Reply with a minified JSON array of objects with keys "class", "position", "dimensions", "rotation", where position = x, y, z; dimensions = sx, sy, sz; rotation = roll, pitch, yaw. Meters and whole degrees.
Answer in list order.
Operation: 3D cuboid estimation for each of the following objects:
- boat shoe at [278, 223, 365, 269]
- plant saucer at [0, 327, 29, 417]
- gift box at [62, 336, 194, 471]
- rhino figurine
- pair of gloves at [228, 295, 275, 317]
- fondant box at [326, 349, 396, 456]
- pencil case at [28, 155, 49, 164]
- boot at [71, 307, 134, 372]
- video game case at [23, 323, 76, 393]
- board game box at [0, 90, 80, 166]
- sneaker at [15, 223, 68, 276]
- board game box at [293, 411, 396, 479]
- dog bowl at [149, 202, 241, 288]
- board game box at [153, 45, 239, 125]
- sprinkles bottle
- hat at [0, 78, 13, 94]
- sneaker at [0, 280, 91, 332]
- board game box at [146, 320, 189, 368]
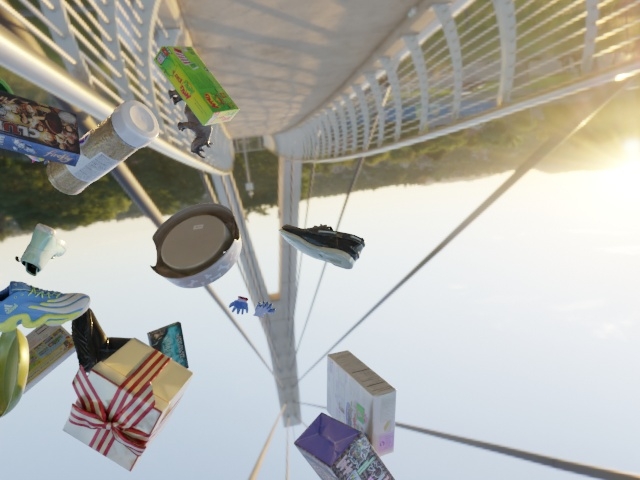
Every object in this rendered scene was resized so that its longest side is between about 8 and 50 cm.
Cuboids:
[{"class":"boat shoe","position":[0.000,0.000,1.253],"dimensions":[0.233,0.079,0.084],"rotation":[17,156,36]},{"class":"plant saucer","position":[-0.818,0.343,1.387],"dimensions":[0.037,0.241,0.241],"rotation":[13,170,-43]},{"class":"gift box","position":[-0.539,0.437,1.473],"dimensions":[0.255,0.276,0.258],"rotation":[26,-163,3]},{"class":"rhino figurine","position":[-0.415,-0.385,1.733],"dimensions":[0.106,0.243,0.073],"rotation":[-12,-156,-1]},{"class":"pair of gloves","position":[-0.301,0.298,2.316],"dimensions":[0.198,0.023,0.159],"rotation":[15,146,-13]},{"class":"fondant box","position":[0.134,0.564,1.846],"dimensions":[0.096,0.238,0.330],"rotation":[-6,-164,-24]},{"class":"pencil case","position":[-0.874,-0.320,1.523],"dimensions":[0.104,0.104,0.236],"rotation":[-6,153,11]},{"class":"boot","position":[-0.740,0.346,1.824],"dimensions":[0.094,0.246,0.207],"rotation":[-33,154,23]},{"class":"video game case","position":[-0.967,0.387,1.803],"dimensions":[0.206,0.026,0.227],"rotation":[26,-124,33]},{"class":"board game box","position":[-0.704,-0.274,1.244],"dimensions":[0.243,0.165,0.042],"rotation":[13,131,-41]},{"class":"sneaker","position":[-0.919,0.048,1.728],"dimensions":[0.094,0.151,0.256],"rotation":[23,160,-9]},{"class":"board game box","position":[0.090,0.723,1.667],"dimensions":[0.141,0.291,0.232],"rotation":[-41,-160,-25]},{"class":"dog bowl","position":[-0.446,0.023,1.906],"dimensions":[0.349,0.102,0.348],"rotation":[-9,-132,11]},{"class":"board game box","position":[-0.268,-0.338,1.142],"dimensions":[0.043,0.181,0.092],"rotation":[-40,176,34]},{"class":"sprinkles bottle","position":[-0.610,-0.252,1.464],"dimensions":[0.355,0.121,0.121],"rotation":[-26,177,27]},{"class":"hat","position":[-1.072,-0.416,1.623],"dimensions":[0.184,0.173,0.208],"rotation":[-4,173,12]},{"class":"sneaker","position":[-0.721,0.157,1.336],"dimensions":[0.240,0.126,0.091],"rotation":[-15,-138,-19]},{"class":"board game box","position":[-0.554,0.402,1.915],"dimensions":[0.126,0.186,0.026],"rotation":[-19,-161,-39]}]
